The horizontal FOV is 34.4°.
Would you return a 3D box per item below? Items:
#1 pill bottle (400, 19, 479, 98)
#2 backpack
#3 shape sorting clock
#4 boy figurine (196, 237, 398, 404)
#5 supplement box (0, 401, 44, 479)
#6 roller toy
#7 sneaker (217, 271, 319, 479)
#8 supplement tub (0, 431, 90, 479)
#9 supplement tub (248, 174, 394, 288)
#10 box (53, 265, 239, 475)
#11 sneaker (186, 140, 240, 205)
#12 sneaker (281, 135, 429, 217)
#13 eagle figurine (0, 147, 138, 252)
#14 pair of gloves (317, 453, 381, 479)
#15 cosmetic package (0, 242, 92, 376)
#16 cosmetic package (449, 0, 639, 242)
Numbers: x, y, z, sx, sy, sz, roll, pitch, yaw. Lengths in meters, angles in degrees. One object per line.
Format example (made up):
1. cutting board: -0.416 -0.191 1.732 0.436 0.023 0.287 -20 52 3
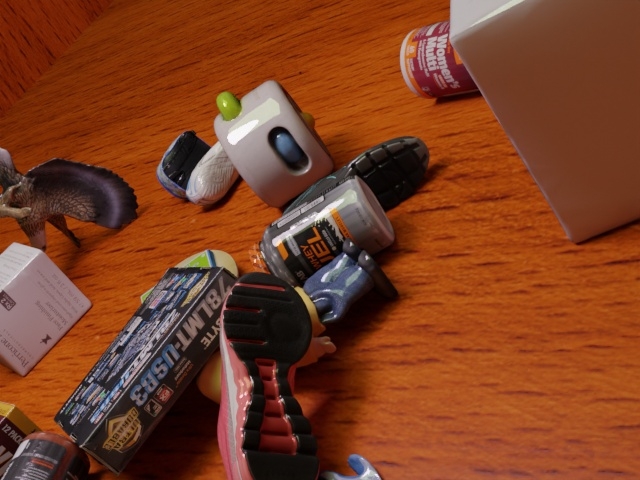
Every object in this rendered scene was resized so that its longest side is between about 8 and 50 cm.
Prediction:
1. pill bottle: 0.244 -0.298 1.648 0.221 0.121 0.121 -3 43 47
2. backpack: -0.263 -0.140 2.023 0.114 0.105 0.084 -56 10 -30
3. shape sorting clock: -0.214 0.100 1.657 0.206 0.040 0.206 -23 43 23
4. boy figurine: -0.034 0.121 1.362 0.285 0.092 0.177 -41 28 -6
5. supplement box: -0.513 0.347 1.531 0.191 0.129 0.194 -1 45 49
6. roller toy: -0.071 -0.164 1.740 0.146 0.209 0.191 -34 66 7
7. sneaker: -0.085 0.182 1.231 0.136 0.116 0.313 -52 33 45
8. supplement tub: -0.396 0.363 1.397 0.106 0.106 0.198 -19 32 32
9. supplement tub: 0.000 0.000 1.479 0.190 0.117 0.117 -32 28 12
10. box: -0.240 0.167 1.442 0.295 0.073 0.293 -54 17 -15
11. sneaker: -0.174 -0.158 1.967 0.086 0.085 0.237 -11 33 53
12. sneaker: 0.041 -0.081 1.576 0.267 0.101 0.106 -33 25 7
13. eagle figurine: -0.546 -0.068 2.043 0.226 0.225 0.298 34 26 24
14. pair of gloves: 0.012 0.309 1.092 0.159 0.023 0.198 -7 41 44
15. cosmetic package: -0.556 0.124 1.903 0.183 0.151 0.151 -50 30 -21
16. cosmetic package: 0.374 -0.278 1.242 0.329 0.327 0.393 -24 31 24
